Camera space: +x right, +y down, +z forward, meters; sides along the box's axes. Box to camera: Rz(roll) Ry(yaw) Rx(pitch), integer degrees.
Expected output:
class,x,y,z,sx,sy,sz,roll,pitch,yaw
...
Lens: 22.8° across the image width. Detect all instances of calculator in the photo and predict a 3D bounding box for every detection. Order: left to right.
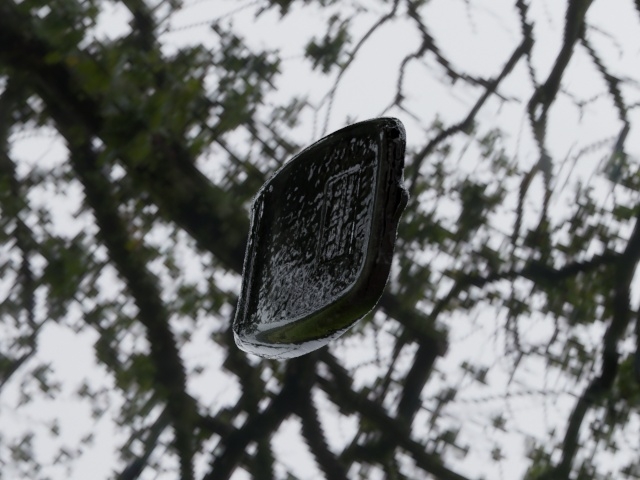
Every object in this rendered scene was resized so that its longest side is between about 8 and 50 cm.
class,x,y,z,sx,sy,sz,roll,pitch,yaw
calculator,0.000,0.000,1.244,0.040,0.177,0.268,16,-22,-26
